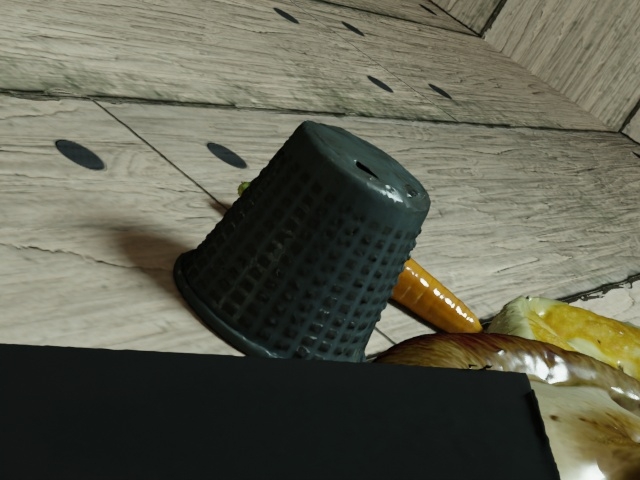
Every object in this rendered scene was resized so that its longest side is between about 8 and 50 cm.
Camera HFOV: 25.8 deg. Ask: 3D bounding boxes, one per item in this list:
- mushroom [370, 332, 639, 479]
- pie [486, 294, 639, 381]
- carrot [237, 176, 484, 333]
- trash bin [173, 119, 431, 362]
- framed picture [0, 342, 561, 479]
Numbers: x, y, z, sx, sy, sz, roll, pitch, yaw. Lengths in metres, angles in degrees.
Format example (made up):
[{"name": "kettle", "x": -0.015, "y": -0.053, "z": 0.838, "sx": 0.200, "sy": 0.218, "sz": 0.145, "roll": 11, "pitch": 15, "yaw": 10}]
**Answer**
[{"name": "mushroom", "x": 0.146, "y": 0.183, "z": 0.797, "sx": 0.345, "sy": 0.239, "sz": 0.345, "roll": 39, "pitch": -4, "yaw": 3}, {"name": "pie", "x": 0.293, "y": 0.160, "z": 1.298, "sx": 0.339, "sy": 0.077, "sz": 0.339, "roll": 26, "pitch": 22, "yaw": -11}, {"name": "carrot", "x": 0.040, "y": 0.012, "z": 1.303, "sx": 0.271, "sy": 0.062, "sz": 0.066, "roll": 31, "pitch": -16, "yaw": -16}, {"name": "trash bin", "x": 0.000, "y": 0.000, "z": 1.092, "sx": 0.175, "sy": 0.161, "sz": 0.175, "roll": 31, "pitch": 17, "yaw": -10}, {"name": "framed picture", "x": -0.051, "y": 0.126, "z": 0.624, "sx": 0.338, "sy": 0.014, "sz": 0.255, "roll": 4, "pitch": 30, "yaw": -6}]
